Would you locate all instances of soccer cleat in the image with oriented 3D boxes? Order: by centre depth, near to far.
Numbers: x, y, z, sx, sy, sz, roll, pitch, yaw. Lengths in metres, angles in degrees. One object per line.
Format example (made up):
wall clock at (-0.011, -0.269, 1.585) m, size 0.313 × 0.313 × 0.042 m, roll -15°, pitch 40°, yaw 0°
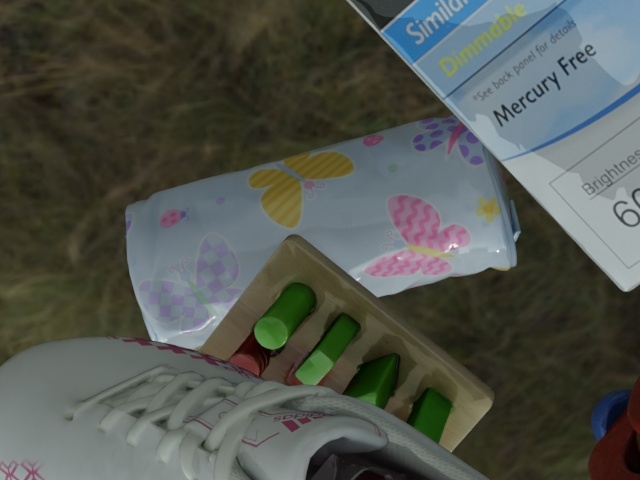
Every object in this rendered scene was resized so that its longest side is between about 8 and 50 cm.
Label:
soccer cleat at (-0.032, 0.099, 0.692) m, size 0.331 × 0.116 × 0.143 m, roll 19°, pitch 150°, yaw 25°

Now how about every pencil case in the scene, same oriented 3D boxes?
pencil case at (0.000, 0.000, 1.058) m, size 0.273 × 0.113 × 0.124 m, roll -17°, pitch 130°, yaw 5°

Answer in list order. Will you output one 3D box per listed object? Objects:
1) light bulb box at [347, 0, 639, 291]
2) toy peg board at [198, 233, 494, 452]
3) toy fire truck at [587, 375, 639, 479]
light bulb box at (0.188, -0.237, 0.805) m, size 0.361 × 0.225 × 0.358 m, roll 45°, pitch 123°, yaw -8°
toy peg board at (-0.009, 0.112, 0.924) m, size 0.161 × 0.079 × 0.160 m, roll 39°, pitch 110°, yaw 1°
toy fire truck at (0.297, 0.094, 1.037) m, size 0.169 × 0.254 × 0.302 m, roll 44°, pitch 78°, yaw -10°
